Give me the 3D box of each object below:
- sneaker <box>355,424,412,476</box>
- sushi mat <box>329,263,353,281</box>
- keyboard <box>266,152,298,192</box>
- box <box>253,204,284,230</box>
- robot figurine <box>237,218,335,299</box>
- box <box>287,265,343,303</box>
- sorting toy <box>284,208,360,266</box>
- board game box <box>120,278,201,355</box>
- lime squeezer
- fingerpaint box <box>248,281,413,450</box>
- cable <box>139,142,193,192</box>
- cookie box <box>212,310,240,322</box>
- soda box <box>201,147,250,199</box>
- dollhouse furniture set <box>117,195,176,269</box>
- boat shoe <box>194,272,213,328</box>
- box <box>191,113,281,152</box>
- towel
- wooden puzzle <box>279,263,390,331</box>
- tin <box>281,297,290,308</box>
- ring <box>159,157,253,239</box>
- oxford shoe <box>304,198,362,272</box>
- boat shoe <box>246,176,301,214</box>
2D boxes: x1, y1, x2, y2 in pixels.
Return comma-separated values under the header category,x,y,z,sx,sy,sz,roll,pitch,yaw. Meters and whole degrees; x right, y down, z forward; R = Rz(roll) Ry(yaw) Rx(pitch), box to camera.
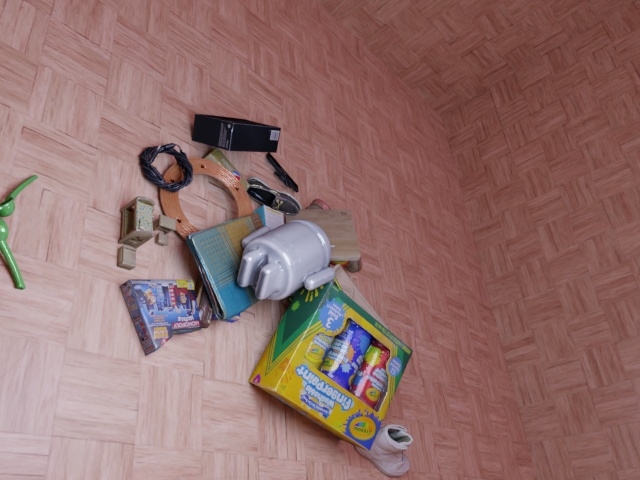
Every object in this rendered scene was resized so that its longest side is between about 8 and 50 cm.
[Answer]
category,x,y,z,sx,sy,sz,roll,pitch,yaw
sneaker,0.270,0.745,1.970,0.292,0.169,0.108,40,37,-32
sushi mat,0.081,0.240,2.214,0.151,0.019,0.317,35,41,-33
keyboard,-0.161,-0.266,2.251,0.192,0.038,0.100,48,12,-19
box,-0.177,0.002,1.994,0.100,0.060,0.244,23,50,-44
robot figurine,-0.099,0.054,1.717,0.300,0.200,0.353,34,35,19
box,-0.021,0.174,1.885,0.184,0.045,0.191,-36,102,-33
sorting toy,0.000,0.000,2.081,0.257,0.089,0.255,0,44,-8
board game box,-0.424,0.204,1.496,0.194,0.060,0.194,5,65,-45
lime squeezer,-0.717,-0.048,1.294,0.110,0.058,0.310,22,49,-45
fingerpaint box,0.052,0.402,1.792,0.445,0.163,0.371,42,65,-29
cable,-0.474,-0.226,1.716,0.150,0.047,0.185,-6,61,-32
cookie box,-0.295,0.191,1.712,0.091,0.040,0.107,22,51,-46
soda box,-0.333,-0.234,1.951,0.181,0.061,0.058,50,35,-18
dollhouse furniture set,-0.468,-0.006,1.563,0.161,0.101,0.182,23,50,-45
boat shoe,-0.338,0.161,1.646,0.073,0.073,0.207,28,55,-25
box,-0.296,-0.380,1.984,0.261,0.184,0.103,-10,118,-56
towel,-0.250,0.069,1.733,0.370,0.040,0.272,-29,98,-61
wooden puzzle,0.051,0.310,1.977,0.322,0.080,0.348,-42,102,-29
tin,-0.095,0.172,2.007,0.106,0.040,0.190,34,42,-30
ring,-0.365,-0.114,1.806,0.336,0.032,0.337,22,53,-34
oxford shoe,0.036,0.007,2.264,0.130,0.123,0.348,-42,100,-34
boat shoe,-0.177,-0.150,2.053,0.227,0.081,0.069,28,33,-12
